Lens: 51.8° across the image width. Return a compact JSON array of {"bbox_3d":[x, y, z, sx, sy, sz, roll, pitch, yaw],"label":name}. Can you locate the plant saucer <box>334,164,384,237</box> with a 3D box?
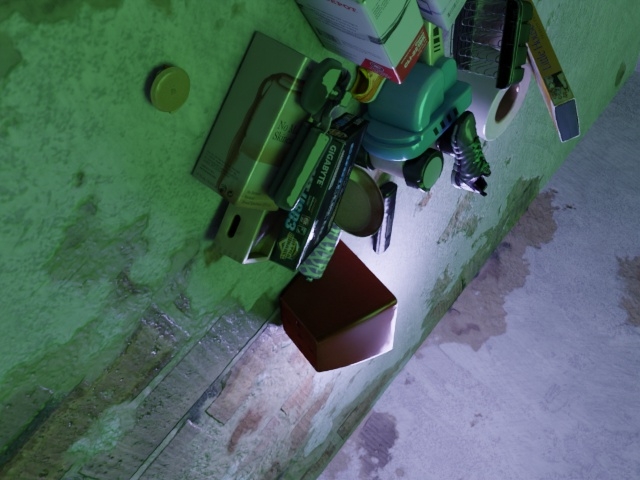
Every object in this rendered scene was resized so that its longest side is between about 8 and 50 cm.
[{"bbox_3d":[0.078,-0.097,1.671,0.198,0.199,0.036,-32,-177,-40],"label":"plant saucer"}]

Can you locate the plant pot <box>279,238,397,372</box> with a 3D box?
[{"bbox_3d":[0.034,0.207,1.839,0.235,0.267,0.267,-29,146,-22],"label":"plant pot"}]

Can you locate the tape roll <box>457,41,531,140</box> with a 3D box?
[{"bbox_3d":[0.480,-0.438,1.936,0.246,0.169,0.246,-41,151,-29],"label":"tape roll"}]

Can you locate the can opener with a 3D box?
[{"bbox_3d":[-0.026,-0.192,1.191,0.093,0.074,0.281,18,106,-28],"label":"can opener"}]

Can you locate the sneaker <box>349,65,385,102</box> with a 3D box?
[{"bbox_3d":[0.125,-0.397,1.500,0.067,0.064,0.175,7,111,-50],"label":"sneaker"}]

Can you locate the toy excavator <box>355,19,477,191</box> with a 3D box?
[{"bbox_3d":[0.253,-0.408,1.570,0.433,0.222,0.445,-45,143,-24],"label":"toy excavator"}]

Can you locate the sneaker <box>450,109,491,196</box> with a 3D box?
[{"bbox_3d":[0.373,-0.208,1.582,0.083,0.098,0.224,-42,144,-26],"label":"sneaker"}]

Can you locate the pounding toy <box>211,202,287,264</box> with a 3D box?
[{"bbox_3d":[-0.127,-0.054,1.437,0.181,0.094,0.206,-66,162,10],"label":"pounding toy"}]

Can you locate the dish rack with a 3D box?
[{"bbox_3d":[0.404,-0.499,1.630,0.074,0.271,0.209,-11,117,-28],"label":"dish rack"}]

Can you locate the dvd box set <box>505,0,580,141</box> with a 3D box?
[{"bbox_3d":[0.627,-0.516,1.875,0.062,0.421,0.307,-22,163,19],"label":"dvd box set"}]

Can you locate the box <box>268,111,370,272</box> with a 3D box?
[{"bbox_3d":[0.005,-0.114,1.422,0.293,0.073,0.296,-54,165,-69],"label":"box"}]

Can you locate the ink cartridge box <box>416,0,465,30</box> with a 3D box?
[{"bbox_3d":[0.236,-0.521,1.269,0.154,0.093,0.212,-59,166,10],"label":"ink cartridge box"}]

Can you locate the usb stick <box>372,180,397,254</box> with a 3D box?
[{"bbox_3d":[0.197,-0.066,2.022,0.077,0.045,0.278,-47,153,-33],"label":"usb stick"}]

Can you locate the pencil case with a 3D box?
[{"bbox_3d":[0.000,0.000,1.723,0.086,0.088,0.206,-108,-138,-69],"label":"pencil case"}]

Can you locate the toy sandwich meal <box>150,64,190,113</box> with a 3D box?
[{"bbox_3d":[-0.247,-0.247,1.073,0.085,0.029,0.086,-35,144,-31],"label":"toy sandwich meal"}]

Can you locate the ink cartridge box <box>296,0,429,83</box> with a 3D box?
[{"bbox_3d":[0.067,-0.430,1.204,0.114,0.197,0.273,-57,155,-2],"label":"ink cartridge box"}]

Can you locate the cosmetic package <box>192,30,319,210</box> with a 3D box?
[{"bbox_3d":[-0.099,-0.216,1.243,0.153,0.129,0.296,1,119,-59],"label":"cosmetic package"}]
